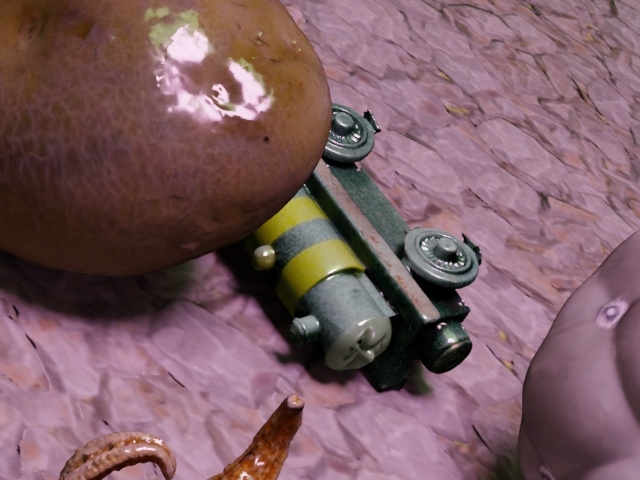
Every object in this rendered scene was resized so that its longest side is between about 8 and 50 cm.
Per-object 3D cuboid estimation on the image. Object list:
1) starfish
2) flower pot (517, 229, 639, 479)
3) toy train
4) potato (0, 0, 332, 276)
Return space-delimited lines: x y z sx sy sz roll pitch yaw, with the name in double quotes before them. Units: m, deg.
"starfish" -0.026 0.151 0.719 0.146 0.074 0.190 -1 41 -30
"flower pot" 0.230 0.104 0.896 0.246 0.246 0.195 1 17 -44
"toy train" 0.000 0.000 0.991 0.132 0.083 0.200 -12 51 -38
"potato" -0.111 -0.071 0.887 0.235 0.160 0.178 16 28 10
